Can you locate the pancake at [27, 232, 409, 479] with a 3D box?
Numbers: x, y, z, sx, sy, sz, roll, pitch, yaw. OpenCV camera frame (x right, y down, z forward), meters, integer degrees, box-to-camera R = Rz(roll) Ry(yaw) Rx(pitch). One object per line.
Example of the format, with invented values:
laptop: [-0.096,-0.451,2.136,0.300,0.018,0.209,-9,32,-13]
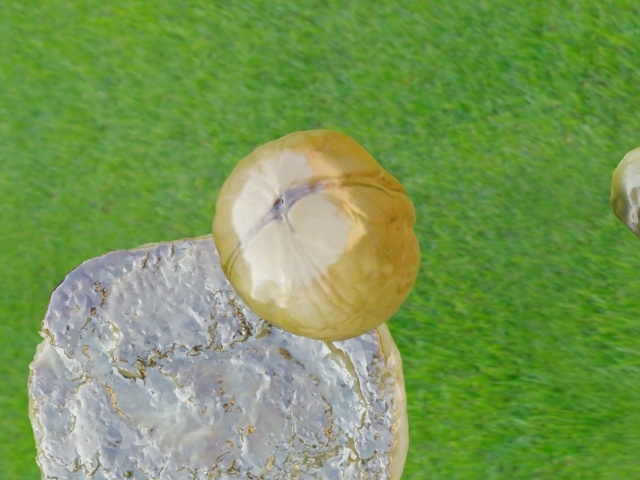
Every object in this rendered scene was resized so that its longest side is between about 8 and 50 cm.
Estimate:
pancake: [-0.093,0.154,1.221,0.356,0.065,0.356,2,97,15]

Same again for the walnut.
walnut: [0.000,0.000,0.987,0.144,0.180,0.144,-1,85,11]

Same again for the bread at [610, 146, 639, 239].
bread: [0.367,0.005,1.317,0.087,0.098,0.269,-57,47,18]
